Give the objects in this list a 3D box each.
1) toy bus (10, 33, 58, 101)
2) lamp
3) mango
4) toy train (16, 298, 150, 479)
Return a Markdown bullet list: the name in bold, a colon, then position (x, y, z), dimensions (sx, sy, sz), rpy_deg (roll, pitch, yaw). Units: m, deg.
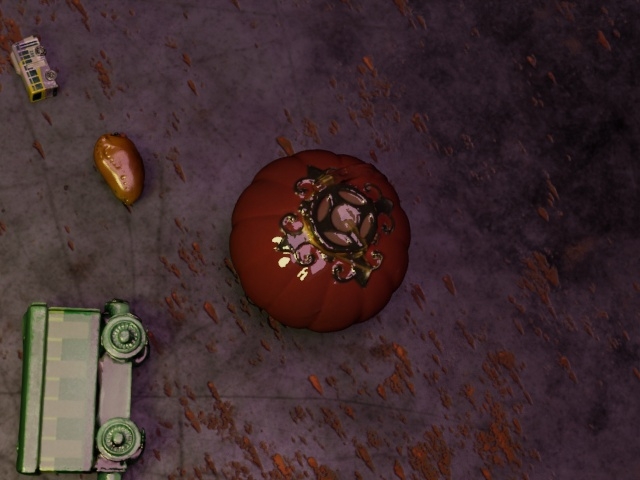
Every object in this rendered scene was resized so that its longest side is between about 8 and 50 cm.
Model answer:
- **toy bus**: position (-0.486, -0.291, 2.048), dimensions (0.058, 0.052, 0.102), rpy_deg (-21, 82, -20)
- **lamp**: position (0.000, 0.000, 1.971), dimensions (0.303, 0.257, 0.303), rpy_deg (5, 72, -15)
- **mango**: position (-0.334, -0.120, 2.028), dimensions (0.077, 0.063, 0.127), rpy_deg (-21, 85, -24)
- **toy train**: position (-0.368, 0.237, 1.884), dimensions (0.202, 0.120, 0.301), rpy_deg (2, 73, -10)
